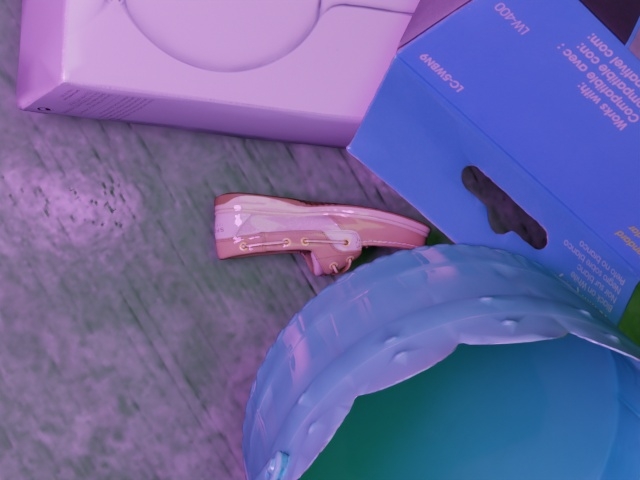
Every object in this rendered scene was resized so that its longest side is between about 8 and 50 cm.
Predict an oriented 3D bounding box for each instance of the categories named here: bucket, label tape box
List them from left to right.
[{"bbox_3d":[0.086,0.144,1.055,0.281,0.183,0.281,-4,110,-11],"label":"bucket"},{"bbox_3d":[0.190,-0.127,1.141,0.240,0.106,0.334,39,63,-28],"label":"label tape box"}]

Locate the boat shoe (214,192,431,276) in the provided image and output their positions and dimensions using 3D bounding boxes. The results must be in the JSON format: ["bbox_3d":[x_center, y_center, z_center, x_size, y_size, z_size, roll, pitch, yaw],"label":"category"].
[{"bbox_3d":[0.000,0.000,1.166,0.135,0.050,0.045,6,84,-5],"label":"boat shoe"}]

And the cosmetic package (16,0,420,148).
[{"bbox_3d":[-0.025,-0.252,1.148,0.284,0.097,0.377,5,81,-26],"label":"cosmetic package"}]
